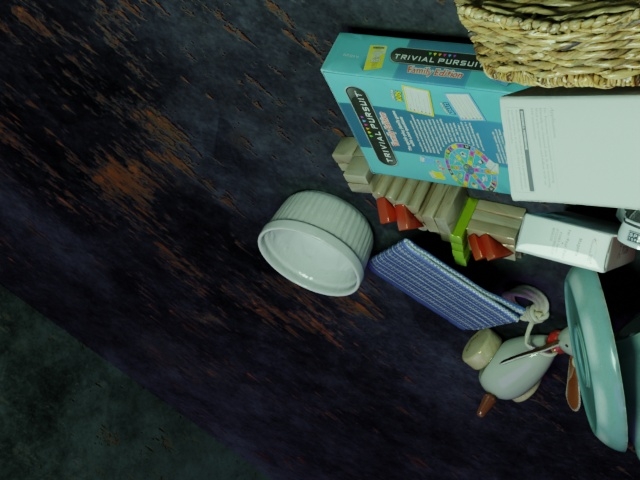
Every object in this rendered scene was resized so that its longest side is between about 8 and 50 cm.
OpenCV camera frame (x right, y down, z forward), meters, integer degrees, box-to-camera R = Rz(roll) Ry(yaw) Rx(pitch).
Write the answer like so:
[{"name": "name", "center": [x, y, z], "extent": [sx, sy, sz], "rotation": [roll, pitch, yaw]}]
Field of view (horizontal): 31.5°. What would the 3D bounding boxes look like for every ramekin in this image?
[{"name": "ramekin", "center": [0.000, 0.000, 2.090], "extent": [0.207, 0.109, 0.207], "rotation": [22, 152, 12]}]

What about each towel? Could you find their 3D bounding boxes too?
[{"name": "towel", "center": [0.214, 0.079, 2.016], "extent": [0.243, 0.040, 0.336], "rotation": [32, 170, -3]}]

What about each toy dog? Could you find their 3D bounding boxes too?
[{"name": "toy dog", "center": [0.381, 0.242, 2.100], "extent": [0.220, 0.161, 0.334], "rotation": [26, 152, 3]}]

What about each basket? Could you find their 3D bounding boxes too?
[{"name": "basket", "center": [0.330, -0.236, 1.295], "extent": [0.299, 0.213, 0.223], "rotation": [6, 145, 34]}]

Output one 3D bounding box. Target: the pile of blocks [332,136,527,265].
[{"name": "pile of blocks", "center": [0.171, -0.039, 1.872], "extent": [0.362, 0.113, 0.149], "rotation": [27, 152, 3]}]

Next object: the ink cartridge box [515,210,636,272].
[{"name": "ink cartridge box", "center": [0.429, 0.011, 1.625], "extent": [0.238, 0.060, 0.275], "rotation": [16, -172, 22]}]

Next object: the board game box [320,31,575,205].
[{"name": "board game box", "center": [0.198, -0.176, 1.637], "extent": [0.336, 0.079, 0.254], "rotation": [12, 153, 28]}]

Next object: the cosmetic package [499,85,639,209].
[{"name": "cosmetic package", "center": [0.375, -0.133, 1.351], "extent": [0.224, 0.224, 0.138], "rotation": [9, 114, 50]}]

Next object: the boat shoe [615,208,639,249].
[{"name": "boat shoe", "center": [0.450, -0.059, 1.511], "extent": [0.113, 0.105, 0.306], "rotation": [16, -166, 20]}]

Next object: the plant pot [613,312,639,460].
[{"name": "plant pot", "center": [0.575, 0.191, 1.766], "extent": [0.196, 0.293, 0.293], "rotation": [58, 149, 2]}]

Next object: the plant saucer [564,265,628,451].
[{"name": "plant saucer", "center": [0.433, 0.180, 1.808], "extent": [0.043, 0.318, 0.318], "rotation": [-10, 143, 6]}]
